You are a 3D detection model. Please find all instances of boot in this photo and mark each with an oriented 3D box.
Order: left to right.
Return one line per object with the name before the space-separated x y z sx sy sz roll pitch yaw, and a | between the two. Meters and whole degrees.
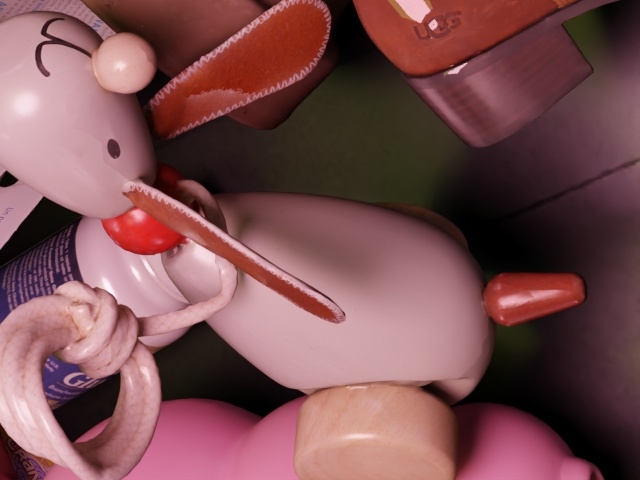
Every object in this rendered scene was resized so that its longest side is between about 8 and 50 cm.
boot | 0.082 -0.226 0.929 0.264 0.096 0.280 -37 111 3

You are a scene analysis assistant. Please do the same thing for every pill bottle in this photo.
pill bottle | -0.132 0.032 1.204 0.169 0.094 0.094 -30 87 30

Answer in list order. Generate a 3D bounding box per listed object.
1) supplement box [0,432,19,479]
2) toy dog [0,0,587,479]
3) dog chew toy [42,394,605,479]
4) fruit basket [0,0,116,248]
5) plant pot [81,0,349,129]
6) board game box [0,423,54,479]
supplement box | -0.312 0.137 1.229 0.194 0.129 0.191 -20 91 30
toy dog | 0.000 0.000 0.938 0.161 0.334 0.220 -23 67 30
dog chew toy | -0.001 0.174 1.116 0.332 0.206 0.206 -15 94 22
fruit basket | -0.291 -0.055 1.164 0.353 0.327 0.165 13 135 21
plant pot | -0.040 -0.227 1.029 0.229 0.263 0.263 -45 79 11
board game box | -0.278 0.189 1.336 0.242 0.064 0.316 -39 82 29
